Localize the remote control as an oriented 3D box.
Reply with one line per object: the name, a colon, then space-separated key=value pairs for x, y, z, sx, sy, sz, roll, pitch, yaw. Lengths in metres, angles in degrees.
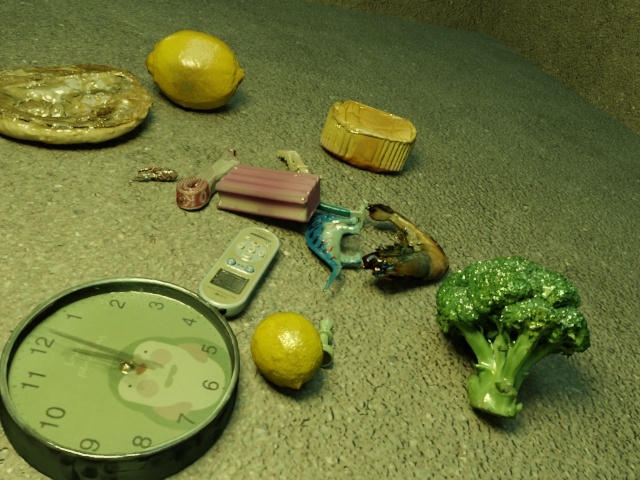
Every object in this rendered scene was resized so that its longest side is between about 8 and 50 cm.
remote control: x=-0.145 y=0.053 z=0.969 sx=0.087 sy=0.047 sz=0.244 roll=25 pitch=36 yaw=3

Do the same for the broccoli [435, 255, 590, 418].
broccoli: x=0.314 y=0.159 z=0.894 sx=0.269 sy=0.270 sz=0.270 roll=16 pitch=71 yaw=-4

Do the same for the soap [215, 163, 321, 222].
soap: x=-0.108 y=-0.103 z=1.132 sx=0.203 sy=0.066 sz=0.122 roll=11 pitch=34 yaw=14

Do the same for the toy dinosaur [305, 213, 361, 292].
toy dinosaur: x=0.026 y=-0.010 z=1.101 sx=0.144 sy=0.076 sz=0.329 roll=-8 pitch=38 yaw=-16

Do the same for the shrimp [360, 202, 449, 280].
shrimp: x=0.153 y=-0.001 z=1.114 sx=0.290 sy=0.054 sz=0.222 roll=-7 pitch=53 yaw=-49

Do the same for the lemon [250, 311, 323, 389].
lemon: x=-0.052 y=0.164 z=0.811 sx=0.109 sy=0.109 sz=0.133 roll=-6 pitch=49 yaw=-30

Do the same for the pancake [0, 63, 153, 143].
pancake: x=-0.594 y=-0.329 z=1.240 sx=0.386 sy=0.082 sz=0.387 roll=9 pitch=40 yaw=-7

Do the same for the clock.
clock: x=-0.270 y=0.177 z=0.739 sx=0.318 sy=0.066 sz=0.319 roll=11 pitch=37 yaw=-9

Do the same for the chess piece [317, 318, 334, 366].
chess piece: x=0.005 y=0.166 z=0.894 sx=0.042 sy=0.042 sz=0.093 roll=16 pitch=31 yaw=-3

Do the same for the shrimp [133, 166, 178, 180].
shrimp: x=-0.359 y=-0.146 z=1.149 sx=0.092 sy=0.029 sz=0.038 roll=-5 pitch=43 yaw=-22

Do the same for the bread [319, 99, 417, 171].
bread: x=0.127 y=-0.279 z=1.444 sx=0.250 sy=0.133 sz=0.179 roll=13 pitch=37 yaw=-6

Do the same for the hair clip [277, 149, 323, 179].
hair clip: x=-0.053 y=-0.183 z=1.294 sx=0.034 sy=0.072 sz=0.226 roll=-2 pitch=40 yaw=-30

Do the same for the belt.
belt: x=-0.239 y=-0.137 z=1.171 sx=0.071 sy=0.053 sz=0.232 roll=17 pitch=35 yaw=11

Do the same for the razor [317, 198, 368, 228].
razor: x=0.009 y=-0.080 z=1.205 sx=0.191 sy=0.068 sz=0.037 roll=16 pitch=26 yaw=8

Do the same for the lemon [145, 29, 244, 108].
lemon: x=-0.334 y=-0.454 z=1.417 sx=0.260 sy=0.204 sz=0.204 roll=8 pitch=37 yaw=-10
